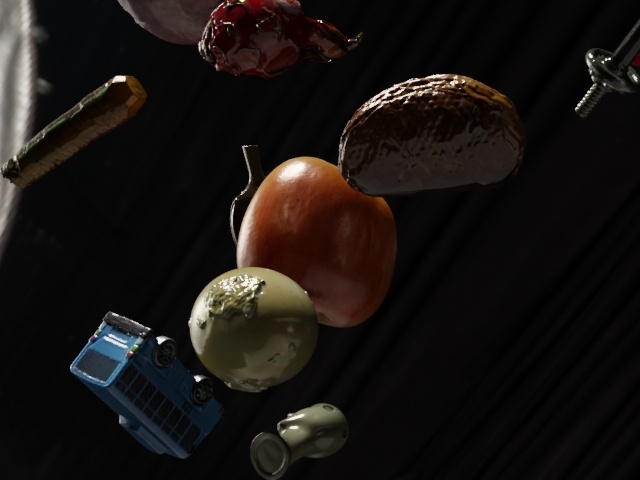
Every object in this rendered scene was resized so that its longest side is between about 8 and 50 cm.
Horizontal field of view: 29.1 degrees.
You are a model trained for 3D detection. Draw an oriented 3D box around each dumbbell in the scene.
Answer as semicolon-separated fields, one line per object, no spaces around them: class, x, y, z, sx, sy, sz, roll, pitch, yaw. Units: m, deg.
dumbbell;0.391;-0.250;1.501;0.110;0.254;0.110;22;34;-16

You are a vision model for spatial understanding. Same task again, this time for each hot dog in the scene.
hot dog;0.133;-0.116;1.498;0.227;0.160;0.099;-5;41;2

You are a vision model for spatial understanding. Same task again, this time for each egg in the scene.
egg;-0.083;0.111;1.587;0.164;0.164;0.201;23;-11;-27

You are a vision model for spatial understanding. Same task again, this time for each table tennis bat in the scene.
table tennis bat;-0.098;-0.058;2.130;0.130;0.220;0.019;-12;-2;-21

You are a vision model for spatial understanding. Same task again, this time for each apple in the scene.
apple;0.000;0.000;1.866;0.242;0.241;0.242;14;-9;2

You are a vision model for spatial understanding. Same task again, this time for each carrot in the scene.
carrot;-0.376;-0.161;1.871;0.070;0.260;0.070;50;17;-22

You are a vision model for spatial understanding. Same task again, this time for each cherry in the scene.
cherry;-0.140;-0.340;1.511;0.250;0.192;0.175;0;-2;21

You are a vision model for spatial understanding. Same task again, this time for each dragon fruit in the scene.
dragon fruit;-0.036;-0.220;1.286;0.190;0.094;0.094;-10;43;-31

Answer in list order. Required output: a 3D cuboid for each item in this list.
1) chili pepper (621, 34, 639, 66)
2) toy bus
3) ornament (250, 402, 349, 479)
chili pepper;0.537;-0.268;1.663;0.144;0.253;0.136;68;21;-10
toy bus;-0.202;0.178;1.467;0.090;0.106;0.184;15;-28;42
ornament;-0.024;0.264;1.659;0.081;0.074;0.156;38;31;23
